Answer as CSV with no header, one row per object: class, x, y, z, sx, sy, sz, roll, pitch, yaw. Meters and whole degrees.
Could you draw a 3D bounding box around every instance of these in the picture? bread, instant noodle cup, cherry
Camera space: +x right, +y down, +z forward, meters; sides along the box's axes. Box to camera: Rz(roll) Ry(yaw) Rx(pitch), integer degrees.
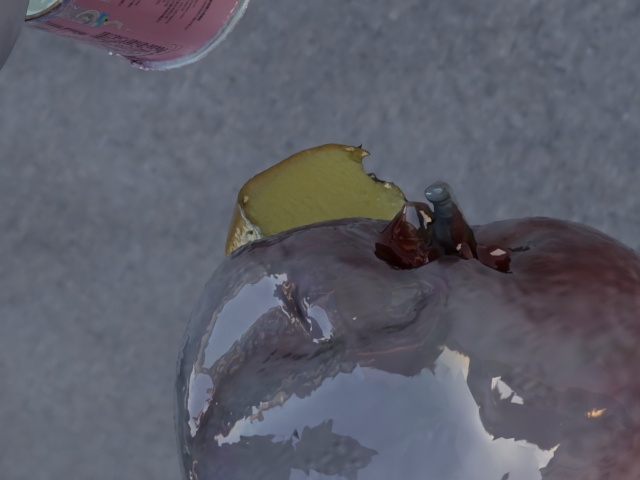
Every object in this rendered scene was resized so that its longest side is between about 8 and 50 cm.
bread,0.000,0.000,1.631,0.140,0.160,0.169,52,158,13
instant noodle cup,-0.219,-0.295,1.701,0.243,0.243,0.231,-1,180,33
cherry,0.062,0.130,1.028,0.326,0.335,0.291,26,-173,-6

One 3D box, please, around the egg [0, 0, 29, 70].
egg,-0.181,-0.119,0.564,0.199,0.146,0.146,47,141,-20
